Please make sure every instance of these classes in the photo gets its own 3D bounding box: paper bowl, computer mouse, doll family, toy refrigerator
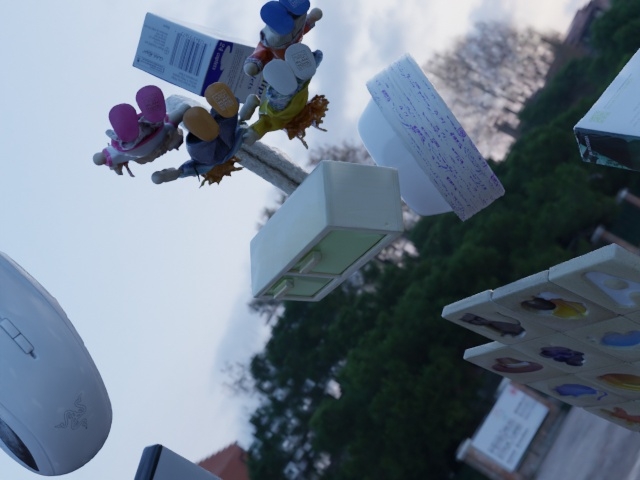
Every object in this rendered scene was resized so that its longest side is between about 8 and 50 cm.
[{"bbox_3d":[0.169,-0.155,1.595,0.148,0.284,0.284,-35,-12,9],"label":"paper bowl"},{"bbox_3d":[-0.172,0.041,0.514,0.106,0.193,0.042,-44,15,-34],"label":"computer mouse"},{"bbox_3d":[-0.080,-0.114,0.917,0.263,0.118,0.163,-36,-4,-10],"label":"doll family"},{"bbox_3d":[0.000,0.000,1.237,0.269,0.102,0.094,138,132,-59],"label":"toy refrigerator"}]

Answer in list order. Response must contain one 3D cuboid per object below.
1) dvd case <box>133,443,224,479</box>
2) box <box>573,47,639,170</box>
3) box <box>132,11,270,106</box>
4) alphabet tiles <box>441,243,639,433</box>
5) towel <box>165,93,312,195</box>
[{"bbox_3d":[-0.060,0.289,0.733,0.022,0.253,0.180,-21,42,39],"label":"dvd case"},{"bbox_3d":[0.467,-0.149,1.018,0.232,0.322,0.058,-47,-51,-23],"label":"box"},{"bbox_3d":[-0.133,-0.218,1.176,0.137,0.126,0.072,-1,-66,-54],"label":"box"},{"bbox_3d":[0.267,0.093,0.641,0.285,0.342,0.011,-31,39,60],"label":"alphabet tiles"},{"bbox_3d":[-0.082,-0.116,1.357,0.049,0.282,0.187,-58,24,3],"label":"towel"}]
